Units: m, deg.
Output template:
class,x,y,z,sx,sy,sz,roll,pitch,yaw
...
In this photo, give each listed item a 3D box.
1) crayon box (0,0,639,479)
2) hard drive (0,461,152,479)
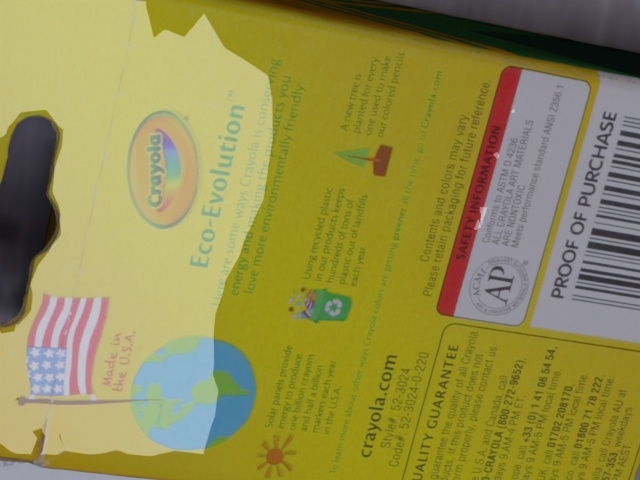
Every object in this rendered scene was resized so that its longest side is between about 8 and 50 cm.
class,x,y,z,sx,sy,sz,roll,pitch,yaw
crayon box,0.000,0.000,0.749,0.318,0.081,0.202,10,106,-20
hard drive,-0.102,0.196,0.896,0.203,0.040,0.307,-10,124,-8
